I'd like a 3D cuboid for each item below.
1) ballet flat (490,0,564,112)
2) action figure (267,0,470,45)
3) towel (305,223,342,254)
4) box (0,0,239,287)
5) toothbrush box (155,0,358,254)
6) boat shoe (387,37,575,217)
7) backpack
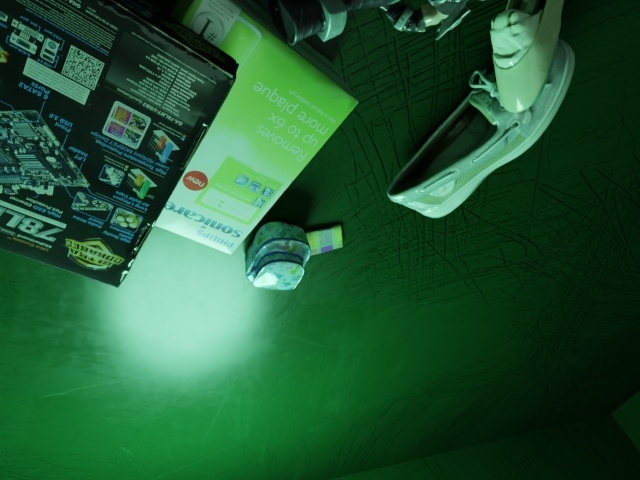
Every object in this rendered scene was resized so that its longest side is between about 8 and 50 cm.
[{"bbox_3d":[0.252,-0.289,0.514,0.086,0.086,0.248,6,102,-24],"label":"ballet flat"},{"bbox_3d":[0.089,-0.289,0.440,0.285,0.099,0.185,-14,160,-20],"label":"action figure"},{"bbox_3d":[0.000,0.000,0.788,0.084,0.009,0.060,-14,134,-7],"label":"towel"},{"bbox_3d":[-0.277,-0.117,0.394,0.296,0.073,0.293,26,120,-25],"label":"box"},{"bbox_3d":[-0.129,-0.144,0.531,0.206,0.122,0.283,26,121,-35],"label":"toothbrush box"},{"bbox_3d":[0.233,-0.165,0.642,0.103,0.118,0.320,13,134,-34],"label":"boat shoe"},{"bbox_3d":[-0.071,0.030,0.739,0.105,0.084,0.114,9,129,-26],"label":"backpack"}]
